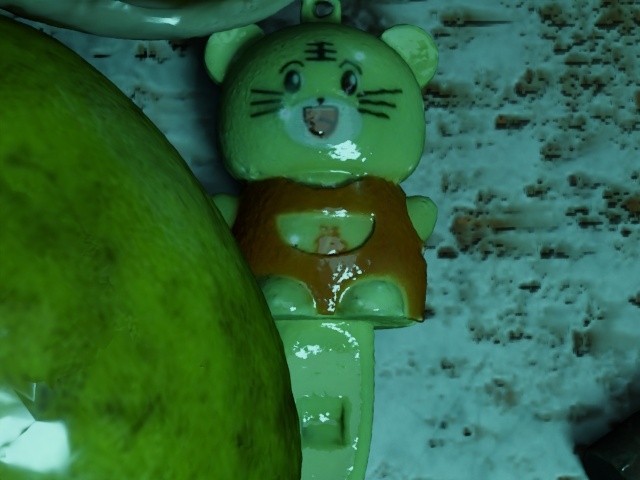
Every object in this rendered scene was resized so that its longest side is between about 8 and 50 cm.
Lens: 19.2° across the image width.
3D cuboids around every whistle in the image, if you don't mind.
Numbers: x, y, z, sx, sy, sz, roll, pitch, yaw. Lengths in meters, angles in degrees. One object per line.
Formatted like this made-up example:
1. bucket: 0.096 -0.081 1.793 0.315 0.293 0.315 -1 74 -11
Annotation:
1. whistle: 0.000 0.000 1.038 0.131 0.106 0.288 1 81 -5

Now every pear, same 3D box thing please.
1. pear: -0.191 0.068 0.863 0.352 0.352 0.413 -40 101 -14

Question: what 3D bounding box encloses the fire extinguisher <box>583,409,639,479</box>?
1. fire extinguisher: 0.282 0.081 1.102 0.267 0.072 0.089 -34 81 -14

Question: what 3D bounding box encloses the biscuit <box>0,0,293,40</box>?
1. biscuit: -0.094 -0.251 0.872 0.332 0.103 0.332 7 75 -27
